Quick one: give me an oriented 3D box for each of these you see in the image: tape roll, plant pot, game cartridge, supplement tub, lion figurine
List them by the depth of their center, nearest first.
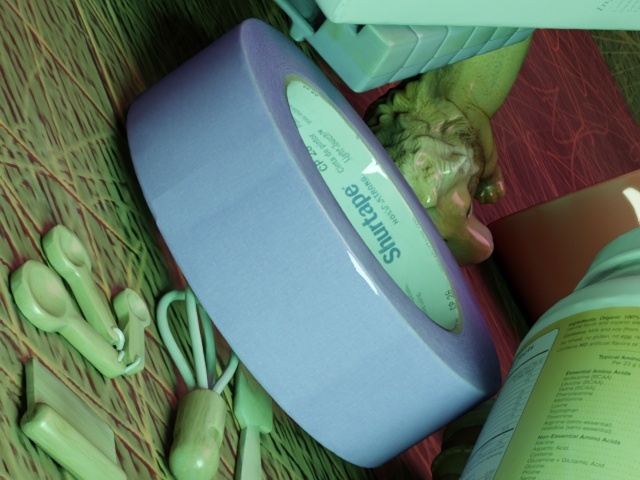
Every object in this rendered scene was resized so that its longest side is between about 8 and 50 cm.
[{"bbox_3d":[0.188,0.163,0.894,0.228,0.228,0.316,52,49,-24],"label":"supplement tub"},{"bbox_3d":[0.000,0.000,0.989,0.275,0.090,0.275,51,15,-19],"label":"tape roll"},{"bbox_3d":[-0.012,-0.260,1.158,0.355,0.068,0.230,49,34,16],"label":"game cartridge"},{"bbox_3d":[0.135,-0.154,1.318,0.142,0.392,0.240,19,-8,14],"label":"lion figurine"},{"bbox_3d":[0.329,0.057,1.574,0.275,0.275,0.243,-5,76,-70],"label":"plant pot"}]

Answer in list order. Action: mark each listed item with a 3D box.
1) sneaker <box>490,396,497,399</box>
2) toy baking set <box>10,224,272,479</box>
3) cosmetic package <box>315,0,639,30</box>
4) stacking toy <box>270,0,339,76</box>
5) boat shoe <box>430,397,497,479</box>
[{"bbox_3d":[0.276,0.202,1.184,0.366,0.137,0.210,26,3,30],"label":"sneaker"},{"bbox_3d":[-0.068,0.088,0.814,0.256,0.030,0.196,33,32,-54],"label":"toy baking set"},{"bbox_3d":[0.153,-0.283,1.136,0.453,0.161,0.230,-7,54,-42],"label":"cosmetic package"},{"bbox_3d":[-0.037,-0.284,1.309,0.302,0.166,0.175,34,21,-31],"label":"stacking toy"},{"bbox_3d":[0.170,0.258,1.075,0.324,0.123,0.116,52,42,-12],"label":"boat shoe"}]
